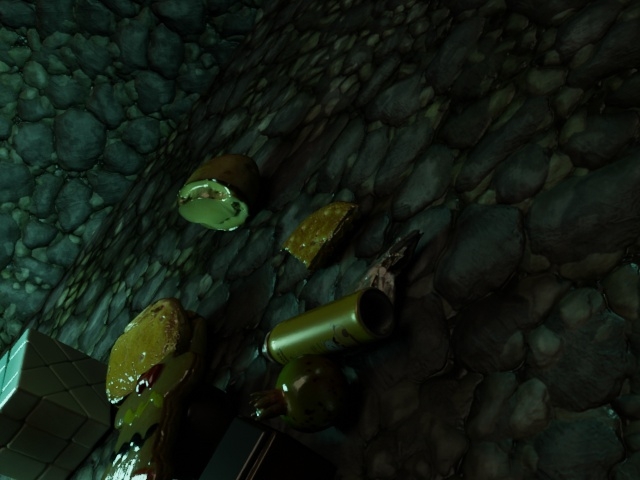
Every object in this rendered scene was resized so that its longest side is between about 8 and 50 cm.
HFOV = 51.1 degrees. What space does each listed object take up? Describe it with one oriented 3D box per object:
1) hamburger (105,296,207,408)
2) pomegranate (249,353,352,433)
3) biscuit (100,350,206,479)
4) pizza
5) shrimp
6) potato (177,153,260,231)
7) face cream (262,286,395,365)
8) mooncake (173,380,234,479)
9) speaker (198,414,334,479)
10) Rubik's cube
[{"bbox_3d":[-0.456,0.327,1.865,0.304,0.174,0.284,-37,35,27],"label":"hamburger"},{"bbox_3d":[-0.035,0.302,1.294,0.159,0.205,0.159,29,123,58],"label":"pomegranate"},{"bbox_3d":[-0.414,0.445,1.532,0.368,0.076,0.394,-35,32,39],"label":"biscuit"},{"bbox_3d":[0.000,0.000,1.686,0.292,0.058,0.197,-31,38,37],"label":"pizza"},{"bbox_3d":[0.123,0.113,1.400,0.317,0.062,0.164,-53,34,9],"label":"shrimp"},{"bbox_3d":[-0.305,-0.172,2.146,0.285,0.242,0.242,-29,37,46],"label":"potato"},{"bbox_3d":[-0.004,0.190,1.375,0.349,0.105,0.105,-26,40,45],"label":"face cream"},{"bbox_3d":[-0.319,0.450,1.603,0.245,0.133,0.245,-43,27,29],"label":"mooncake"},{"bbox_3d":[-0.117,0.470,1.242,0.153,0.192,0.231,0,55,55],"label":"speaker"},{"bbox_3d":[-0.875,0.529,2.098,0.316,0.319,0.322,-49,30,9],"label":"Rubik's cube"}]
